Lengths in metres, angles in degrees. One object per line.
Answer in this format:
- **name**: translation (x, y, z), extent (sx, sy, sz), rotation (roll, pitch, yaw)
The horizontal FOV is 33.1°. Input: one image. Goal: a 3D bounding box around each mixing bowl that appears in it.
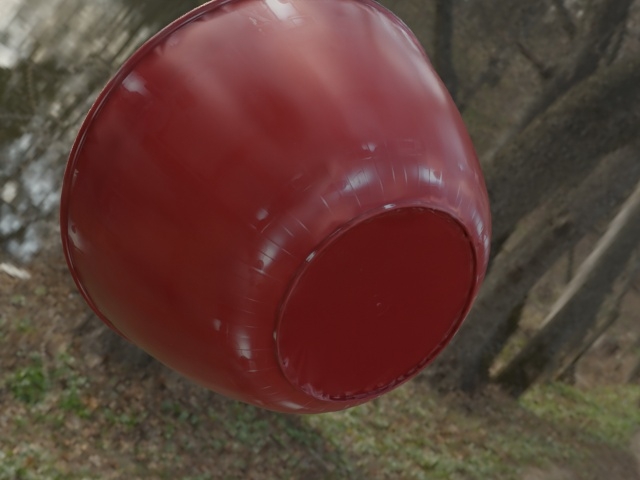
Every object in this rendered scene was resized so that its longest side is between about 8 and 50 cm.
- **mixing bowl**: translation (0.000, 0.000, 0.426), extent (0.181, 0.181, 0.098), rotation (33, 8, -43)
